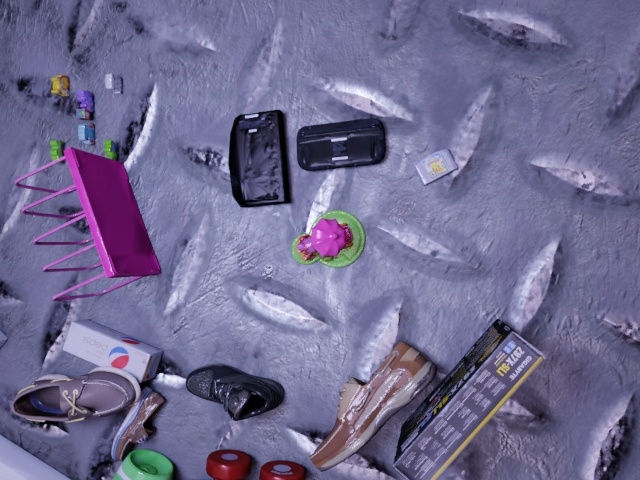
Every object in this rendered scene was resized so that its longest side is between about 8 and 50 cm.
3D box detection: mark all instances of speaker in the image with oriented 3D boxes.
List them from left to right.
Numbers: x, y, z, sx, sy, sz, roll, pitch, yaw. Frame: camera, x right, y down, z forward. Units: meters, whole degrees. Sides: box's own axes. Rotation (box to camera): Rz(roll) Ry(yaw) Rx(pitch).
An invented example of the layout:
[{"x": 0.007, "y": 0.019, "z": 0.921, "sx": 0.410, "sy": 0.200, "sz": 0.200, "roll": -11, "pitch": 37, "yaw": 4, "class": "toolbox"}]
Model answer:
[{"x": -0.440, "y": 0.634, "z": 1.292, "sx": 0.131, "sy": 0.131, "sz": 0.296, "roll": 24, "pitch": 93, "yaw": 11, "class": "speaker"}]

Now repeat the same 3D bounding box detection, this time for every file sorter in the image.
[{"x": -0.532, "y": -0.027, "z": 1.297, "sx": 0.182, "sy": 0.202, "sz": 0.290, "roll": -23, "pitch": 84, "yaw": 11, "class": "file sorter"}]

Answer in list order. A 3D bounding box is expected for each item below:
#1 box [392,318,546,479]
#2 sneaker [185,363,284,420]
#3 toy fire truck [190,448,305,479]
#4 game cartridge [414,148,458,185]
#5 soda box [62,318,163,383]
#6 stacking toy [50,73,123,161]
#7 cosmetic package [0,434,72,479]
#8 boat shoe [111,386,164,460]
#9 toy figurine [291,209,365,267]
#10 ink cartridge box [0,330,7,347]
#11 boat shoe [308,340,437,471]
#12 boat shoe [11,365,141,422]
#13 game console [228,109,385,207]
[{"x": 0.275, "y": 0.300, "z": 1.095, "sx": 0.079, "sy": 0.257, "sz": 0.322, "roll": 41, "pitch": 95, "yaw": 9, "class": "box"}, {"x": -0.205, "y": 0.331, "z": 1.256, "sx": 0.228, "sy": 0.130, "sz": 0.087, "roll": 12, "pitch": 88, "yaw": 14, "class": "sneaker"}, {"x": -0.168, "y": 0.564, "z": 1.173, "sx": 0.302, "sy": 0.254, "sz": 0.169, "roll": 6, "pitch": 89, "yaw": 11, "class": "toy fire truck"}, {"x": 0.249, "y": -0.162, "z": 1.240, "sx": 0.083, "sy": 0.017, "sz": 0.056, "roll": -28, "pitch": 79, "yaw": 9, "class": "game cartridge"}, {"x": -0.488, "y": 0.258, "z": 1.344, "sx": 0.216, "sy": 0.069, "sz": 0.073, "roll": 19, "pitch": 92, "yaw": 11, "class": "soda box"}, {"x": -0.572, "y": -0.299, "z": 1.395, "sx": 0.167, "sy": 0.052, "sz": 0.221, "roll": 1, "pitch": 90, "yaw": 13, "class": "stacking toy"}, {"x": -0.731, "y": 0.676, "z": 1.363, "sx": 0.377, "sy": 0.097, "sz": 0.284, "roll": 26, "pitch": 95, "yaw": 11, "class": "cosmetic package"}, {"x": -0.422, "y": 0.436, "z": 1.325, "sx": 0.066, "sy": 0.066, "sz": 0.183, "roll": 25, "pitch": 93, "yaw": 10, "class": "boat shoe"}, {"x": 0.000, "y": 0.000, "z": 1.210, "sx": 0.173, "sy": 0.159, "sz": 0.130, "roll": -17, "pitch": 84, "yaw": 11, "class": "toy figurine"}, {"x": -0.912, "y": 0.279, "z": 1.418, "sx": 0.153, "sy": 0.087, "sz": 0.208, "roll": 40, "pitch": 95, "yaw": 10, "class": "ink cartridge box"}, {"x": 0.097, "y": 0.344, "z": 1.208, "sx": 0.324, "sy": 0.122, "sz": 0.120, "roll": -43, "pitch": 75, "yaw": -1, "class": "boat shoe"}, {"x": -0.561, "y": 0.360, "z": 1.306, "sx": 0.324, "sy": 0.097, "sz": 0.116, "roll": -7, "pitch": 100, "yaw": 23, "class": "boat shoe"}, {"x": -0.034, "y": -0.192, "z": 1.285, "sx": 0.361, "sy": 0.044, "sz": 0.213, "roll": -5, "pitch": 89, "yaw": 12, "class": "game console"}]
